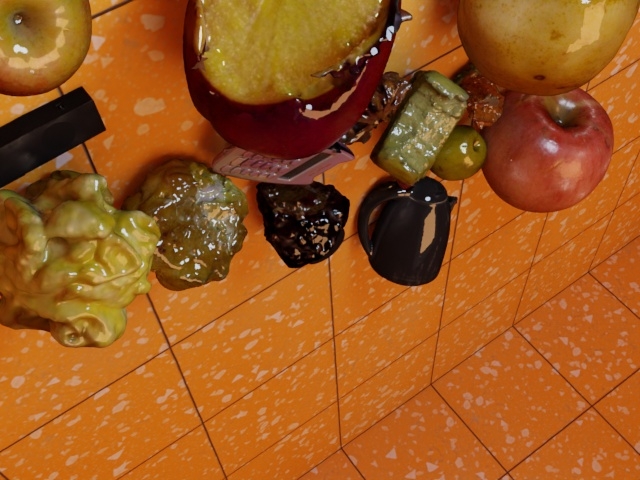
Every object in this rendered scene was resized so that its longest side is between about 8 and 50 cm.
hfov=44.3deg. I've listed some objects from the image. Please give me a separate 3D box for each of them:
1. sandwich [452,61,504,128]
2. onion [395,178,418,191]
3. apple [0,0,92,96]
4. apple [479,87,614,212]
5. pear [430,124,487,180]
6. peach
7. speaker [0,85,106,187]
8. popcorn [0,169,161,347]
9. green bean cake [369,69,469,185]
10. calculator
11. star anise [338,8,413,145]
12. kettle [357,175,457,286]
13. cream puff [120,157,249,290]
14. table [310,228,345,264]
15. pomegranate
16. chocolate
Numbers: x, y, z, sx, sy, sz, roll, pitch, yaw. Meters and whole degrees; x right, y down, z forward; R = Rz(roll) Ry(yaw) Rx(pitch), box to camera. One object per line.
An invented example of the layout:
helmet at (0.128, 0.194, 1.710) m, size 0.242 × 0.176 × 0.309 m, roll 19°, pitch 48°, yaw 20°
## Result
sandwich at (0.414, -0.352, 1.973) m, size 0.109 × 0.160 × 0.184 m, roll -30°, pitch 148°, yaw 15°
onion at (0.239, -0.254, 1.949) m, size 0.250 × 0.111 × 0.247 m, roll -60°, pitch -176°, yaw 11°
apple at (-0.415, -0.312, 1.043) m, size 0.210 × 0.173 × 0.235 m, roll -11°, pitch 129°, yaw -36°
apple at (0.600, -0.246, 2.134) m, size 0.363 × 0.364 × 0.364 m, roll -29°, pitch 148°, yaw -20°
pear at (0.357, -0.227, 2.070) m, size 0.148 × 0.149 × 0.162 m, roll -11°, pitch 171°, yaw -42°
peach at (-0.043, -0.355, 1.273) m, size 0.417 × 0.339 × 0.353 m, roll -62°, pitch -178°, yaw 31°
speaker at (-0.467, -0.166, 1.293) m, size 0.218 × 0.044 × 0.082 m, roll -32°, pitch 149°, yaw -17°
popcorn at (-0.429, 0.019, 1.334) m, size 0.312 × 0.312 × 0.312 m, roll -29°, pitch 148°, yaw -20°
green bean cake at (0.217, -0.249, 1.734) m, size 0.236 × 0.124 × 0.233 m, roll -59°, pitch -174°, yaw 10°
calculator at (-0.081, -0.169, 1.584) m, size 0.294 × 0.043 × 0.194 m, roll 4°, pitch 159°, yaw -46°
star anise at (0.107, -0.326, 1.672) m, size 0.237 × 0.148 × 0.347 m, roll -38°, pitch 157°, yaw -56°
kettle at (0.230, -0.044, 2.147) m, size 0.268 × 0.207 × 0.290 m, roll 1°, pitch 130°, yaw -13°
cream puff at (-0.281, -0.034, 1.580) m, size 0.281 × 0.185 × 0.282 m, roll -1°, pitch 92°, yaw -38°
table at (0.000, 0.000, 2.061) m, size 0.133 × 0.043 × 0.134 m, roll -30°, pitch 148°, yaw -21°
pomegranate at (0.462, -0.511, 1.622) m, size 0.416 × 0.417 × 0.417 m, roll -29°, pitch 148°, yaw -20°
chocolate at (-0.064, -0.078, 1.768) m, size 0.206 × 0.224 × 0.177 m, roll -43°, pitch 127°, yaw 4°
